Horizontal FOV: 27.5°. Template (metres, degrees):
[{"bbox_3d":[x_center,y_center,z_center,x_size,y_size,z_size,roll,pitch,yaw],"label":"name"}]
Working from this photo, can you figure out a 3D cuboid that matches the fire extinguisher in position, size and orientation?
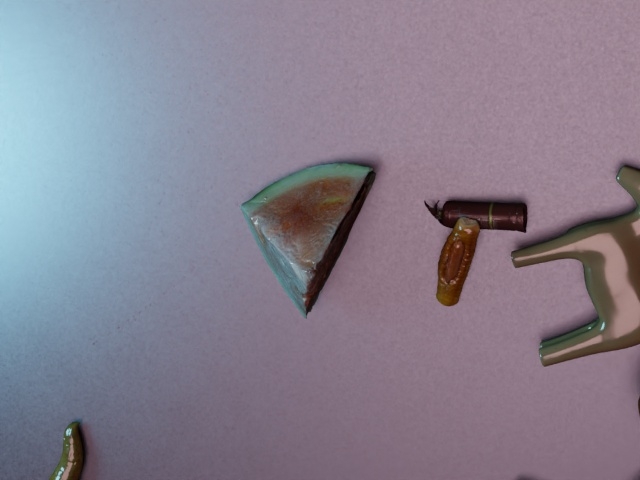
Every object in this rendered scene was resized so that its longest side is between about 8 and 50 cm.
[{"bbox_3d":[0.205,-0.033,1.724,0.132,0.039,0.056,3,142,18],"label":"fire extinguisher"}]

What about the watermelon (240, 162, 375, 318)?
[{"bbox_3d":[0.009,0.000,1.720,0.207,0.202,0.136,-37,132,18],"label":"watermelon"}]

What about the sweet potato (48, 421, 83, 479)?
[{"bbox_3d":[-0.381,0.387,1.921,0.069,0.059,0.249,0,99,-10],"label":"sweet potato"}]

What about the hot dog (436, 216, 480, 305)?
[{"bbox_3d":[0.177,0.030,1.732,0.044,0.028,0.137,21,126,9],"label":"hot dog"}]

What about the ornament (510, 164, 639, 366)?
[{"bbox_3d":[0.375,0.028,1.696,0.245,0.061,0.230,-17,96,15],"label":"ornament"}]

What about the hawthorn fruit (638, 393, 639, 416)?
[{"bbox_3d":[0.510,0.200,1.658,0.179,0.179,0.200,35,89,2],"label":"hawthorn fruit"}]
